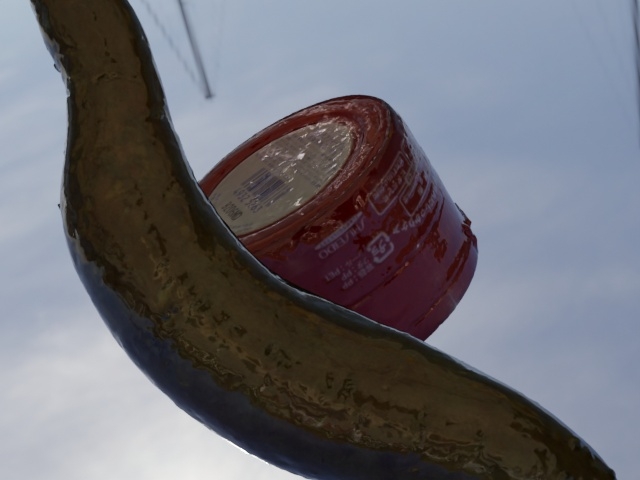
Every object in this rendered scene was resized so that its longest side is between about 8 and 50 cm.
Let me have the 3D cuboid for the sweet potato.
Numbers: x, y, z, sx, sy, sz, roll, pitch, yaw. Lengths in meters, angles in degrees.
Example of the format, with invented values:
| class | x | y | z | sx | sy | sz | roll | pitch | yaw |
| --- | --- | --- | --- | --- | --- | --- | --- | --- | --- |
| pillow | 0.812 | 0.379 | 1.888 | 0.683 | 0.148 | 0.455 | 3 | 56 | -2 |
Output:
| class | x | y | z | sx | sy | sz | roll | pitch | yaw |
| --- | --- | --- | --- | --- | --- | --- | --- | --- | --- |
| sweet potato | -0.031 | 0.019 | 0.527 | 0.108 | 0.346 | 0.079 | -44 | 174 | -2 |

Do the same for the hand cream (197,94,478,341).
| class | x | y | z | sx | sy | sz | roll | pitch | yaw |
| --- | --- | --- | --- | --- | --- | --- | --- | --- | --- |
| hand cream | 0.000 | 0.000 | 0.881 | 0.193 | 0.125 | 0.193 | -27 | -154 | 14 |
